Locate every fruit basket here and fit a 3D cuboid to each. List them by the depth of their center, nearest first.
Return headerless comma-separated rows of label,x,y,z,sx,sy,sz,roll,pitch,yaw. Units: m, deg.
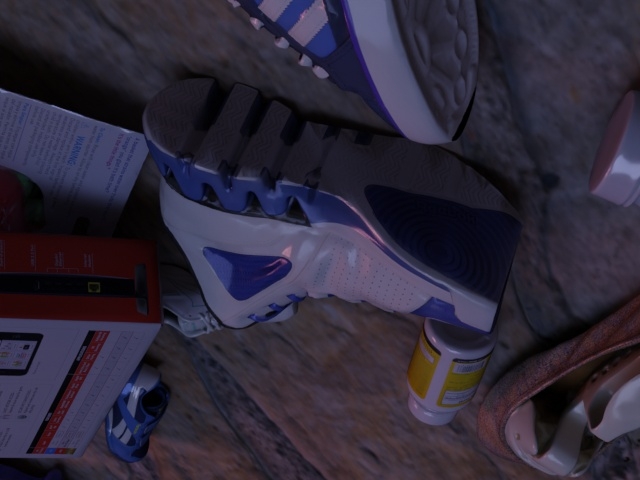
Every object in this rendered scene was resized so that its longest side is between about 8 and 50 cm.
fruit basket,-0.353,-0.050,1.284,0.353,0.165,0.327,13,140,-16

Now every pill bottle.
pill bottle,0.291,-0.038,1.067,0.180,0.108,0.108,21,136,-1
pill bottle,0.111,0.110,1.305,0.065,0.065,0.116,18,136,3

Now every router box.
router box,-0.325,0.100,1.313,0.301,0.082,0.335,4,152,-21

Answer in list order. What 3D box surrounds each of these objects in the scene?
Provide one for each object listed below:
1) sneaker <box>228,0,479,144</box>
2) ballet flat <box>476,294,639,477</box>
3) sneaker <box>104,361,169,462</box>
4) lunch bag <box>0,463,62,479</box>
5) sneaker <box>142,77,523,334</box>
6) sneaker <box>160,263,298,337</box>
sneaker,-0.043,-0.197,1.034,0.236,0.130,0.323,1,138,33
ballet flat,0.226,0.136,1.260,0.107,0.106,0.316,30,135,-10
sneaker,-0.181,0.174,1.482,0.059,0.053,0.144,8,136,10
lunch bag,-0.342,0.359,1.690,0.221,0.138,0.293,27,123,-5
sneaker,-0.001,0.000,1.211,0.315,0.127,0.182,23,140,7
sneaker,-0.095,0.062,1.337,0.152,0.061,0.053,3,132,15
